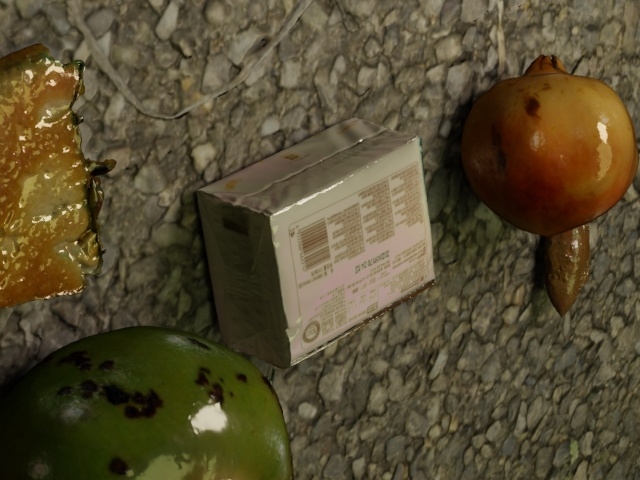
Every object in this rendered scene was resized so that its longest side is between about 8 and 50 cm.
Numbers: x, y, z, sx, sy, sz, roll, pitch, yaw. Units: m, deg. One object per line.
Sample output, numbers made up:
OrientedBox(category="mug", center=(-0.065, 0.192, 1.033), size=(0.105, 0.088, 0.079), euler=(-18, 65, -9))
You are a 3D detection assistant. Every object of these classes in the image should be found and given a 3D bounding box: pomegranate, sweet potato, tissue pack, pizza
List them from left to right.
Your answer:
OrientedBox(category="pizza", center=(-0.274, -0.023, 1.262), size=(0.229, 0.081, 0.289), euler=(36, 78, -41))
OrientedBox(category="pomegranate", center=(-0.149, 0.208, 1.314), size=(0.291, 0.323, 0.290), euler=(0, 90, -26))
OrientedBox(category="tissue pack", center=(0.000, 0.000, 1.532), size=(0.225, 0.124, 0.185), euler=(-28, 124, -37))
OrientedBox(category="pomegranate", center=(0.275, -0.105, 1.727), size=(0.209, 0.209, 0.209), euler=(-19, 118, -41))
OrientedBox(category="sweet potato", center=(0.324, -0.002, 1.925), size=(0.068, 0.060, 0.205), euler=(-4, 101, -21))

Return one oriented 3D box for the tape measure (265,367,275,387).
OrientedBox(category="tape measure", center=(-0.105, 0.283, 1.534), size=(0.330, 0.084, 0.164), euler=(-59, 167, -13))
